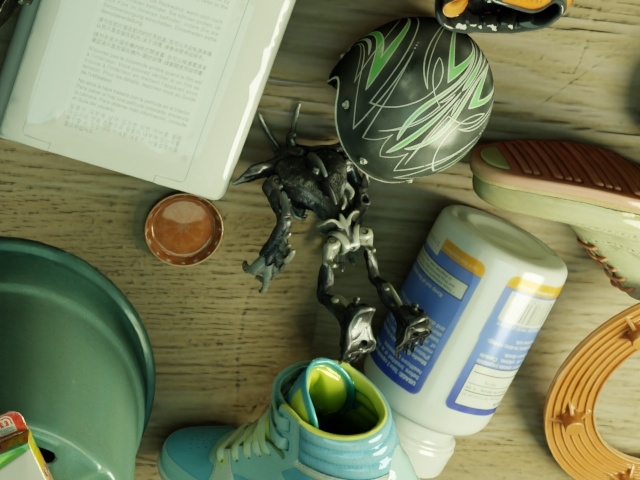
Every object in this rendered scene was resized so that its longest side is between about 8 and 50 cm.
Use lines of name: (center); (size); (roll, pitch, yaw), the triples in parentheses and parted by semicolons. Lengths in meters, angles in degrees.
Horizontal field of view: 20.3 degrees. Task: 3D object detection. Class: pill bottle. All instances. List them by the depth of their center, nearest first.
pill bottle: (0.139, 0.112, 1.912); (0.152, 0.152, 0.272); (22, 107, -17)

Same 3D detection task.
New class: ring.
ring: (0.415, 0.180, 1.992); (0.336, 0.032, 0.336); (-6, 132, -7)

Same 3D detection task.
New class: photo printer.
photo printer: (-0.164, -0.217, 1.755); (0.256, 0.107, 0.307); (16, 108, -15)

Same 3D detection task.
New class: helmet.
helmet: (0.093, -0.143, 1.796); (0.169, 0.161, 0.169); (-3, 112, -8)

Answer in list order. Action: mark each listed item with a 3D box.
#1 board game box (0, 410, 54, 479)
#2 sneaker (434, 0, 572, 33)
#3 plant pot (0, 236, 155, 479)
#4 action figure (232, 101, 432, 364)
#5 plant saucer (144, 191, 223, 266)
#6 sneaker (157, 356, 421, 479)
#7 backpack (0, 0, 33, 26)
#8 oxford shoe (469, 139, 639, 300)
board game box: (-0.280, 0.284, 1.616); (0.124, 0.039, 0.259); (-21, 111, -1)
sneaker: (0.130, -0.318, 1.715); (0.321, 0.124, 0.180); (31, 66, -18)
plant pot: (-0.324, 0.217, 1.781); (0.341, 0.334, 0.341); (-3, 113, -8)
action figure: (0.000, 0.000, 1.839); (0.164, 0.276, 0.141); (-13, 154, -32)
plant saucer: (-0.145, -0.013, 1.890); (0.083, 0.013, 0.083); (-3, 112, -9)
sneaker: (-0.046, 0.196, 1.861); (0.319, 0.127, 0.208); (6, 131, 26)
backpack: (-0.426, -0.201, 1.659); (0.191, 0.225, 0.253); (44, 109, 4)
oxford shoe: (0.332, -0.003, 1.907); (0.397, 0.140, 0.146); (15, 114, -13)
